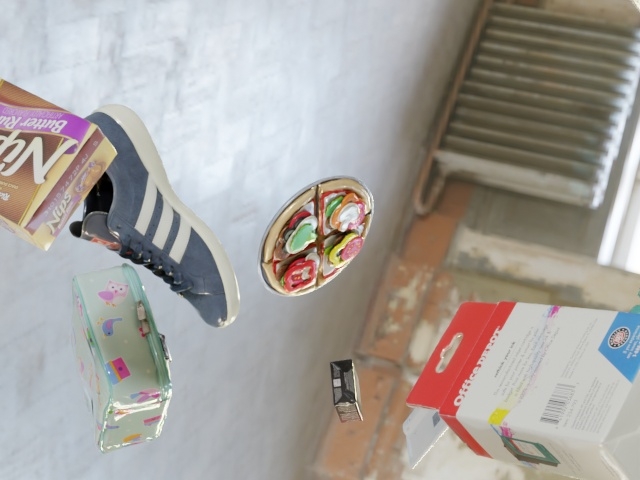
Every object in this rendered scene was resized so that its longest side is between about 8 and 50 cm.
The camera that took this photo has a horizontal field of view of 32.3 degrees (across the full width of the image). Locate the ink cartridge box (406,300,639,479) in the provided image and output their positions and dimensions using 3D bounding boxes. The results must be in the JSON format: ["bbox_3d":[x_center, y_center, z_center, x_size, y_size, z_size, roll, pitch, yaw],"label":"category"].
[{"bbox_3d":[0.203,0.133,1.008,0.078,0.231,0.134,48,63,-30],"label":"ink cartridge box"}]

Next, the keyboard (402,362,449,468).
[{"bbox_3d":[0.165,0.243,1.568,0.256,0.014,0.072,114,-30,-54],"label":"keyboard"}]

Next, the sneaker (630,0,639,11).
[{"bbox_3d":[0.307,-0.240,0.849,0.296,0.105,0.147,24,82,-65],"label":"sneaker"}]

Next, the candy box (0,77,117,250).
[{"bbox_3d":[-0.285,-0.081,0.961,0.109,0.187,0.053,-57,157,-16],"label":"candy box"}]

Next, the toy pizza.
[{"bbox_3d":[0.000,0.000,1.543,0.201,0.032,0.201,-26,139,-26],"label":"toy pizza"}]

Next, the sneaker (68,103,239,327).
[{"bbox_3d":[-0.250,-0.006,1.514,0.148,0.131,0.350,-38,99,-34],"label":"sneaker"}]

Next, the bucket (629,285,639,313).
[{"bbox_3d":[0.588,0.117,1.537,0.281,0.183,0.281,-47,-159,24],"label":"bucket"}]

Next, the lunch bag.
[{"bbox_3d":[-0.295,0.167,1.606,0.279,0.108,0.224,113,-38,-57],"label":"lunch bag"}]

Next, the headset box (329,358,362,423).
[{"bbox_3d":[0.035,0.201,1.462,0.083,0.032,0.062,71,12,-60],"label":"headset box"}]
